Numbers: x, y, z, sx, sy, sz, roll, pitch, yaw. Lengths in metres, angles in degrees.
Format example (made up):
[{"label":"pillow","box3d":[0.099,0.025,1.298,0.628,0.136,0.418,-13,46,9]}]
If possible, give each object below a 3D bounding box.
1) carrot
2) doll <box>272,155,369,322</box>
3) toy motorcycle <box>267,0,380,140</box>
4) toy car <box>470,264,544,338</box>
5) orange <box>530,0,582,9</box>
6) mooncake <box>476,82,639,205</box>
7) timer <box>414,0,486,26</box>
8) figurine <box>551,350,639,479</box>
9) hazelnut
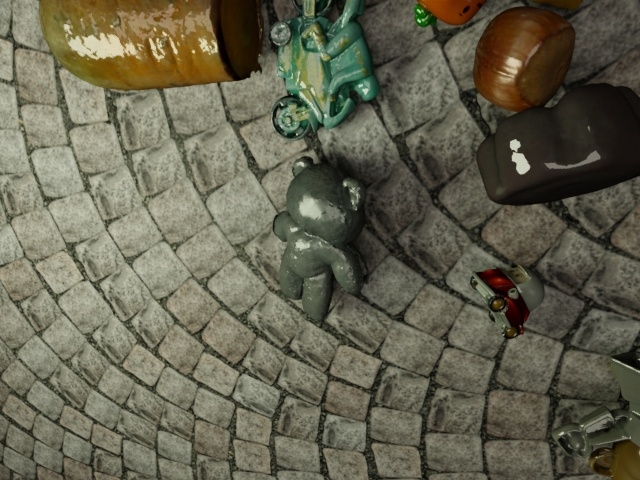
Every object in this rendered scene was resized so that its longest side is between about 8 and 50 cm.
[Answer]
[{"label":"carrot","box3d":[-0.291,-0.374,0.800,0.341,0.224,0.223,7,111,11]},{"label":"doll","box3d":[0.006,-0.005,0.912,0.246,0.158,0.340,35,136,36]},{"label":"toy motorcycle","box3d":[0.010,-0.313,0.799,0.199,0.109,0.296,11,113,10]},{"label":"toy car","box3d":[0.361,0.104,0.857,0.112,0.112,0.139,-31,109,8]},{"label":"orange","box3d":[0.355,-0.428,0.657,0.160,0.112,0.169,-9,95,20]},{"label":"mooncake","box3d":[0.368,-0.132,0.692,0.245,0.245,0.133,-18,82,22]},{"label":"timer","box3d":[0.193,-0.394,0.716,0.136,0.099,0.136,3,99,21]},{"label":"figurine","box3d":[0.623,0.365,0.835,0.343,0.167,0.284,11,105,34]},{"label":"hazelnut","box3d":[0.306,-0.280,0.709,0.151,0.150,0.150,5,111,15]}]
